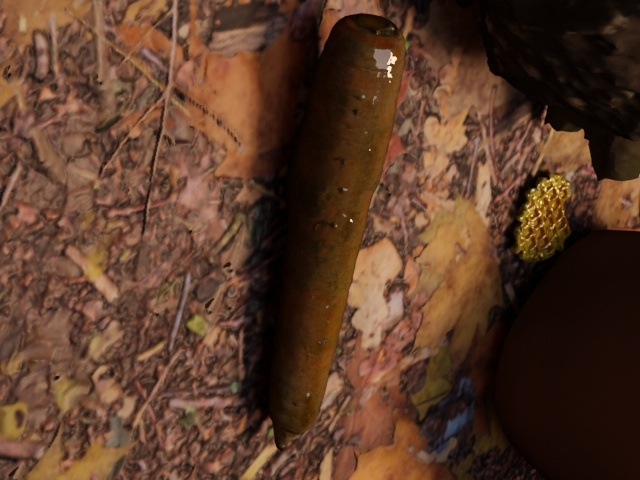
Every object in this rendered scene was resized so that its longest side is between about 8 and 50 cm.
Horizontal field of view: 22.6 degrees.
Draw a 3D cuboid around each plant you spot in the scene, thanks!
[{"bbox_3d":[0.241,-0.181,1.217,0.215,0.213,0.312,-58,149,-12],"label":"plant"}]

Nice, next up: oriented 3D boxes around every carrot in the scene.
[{"bbox_3d":[0.001,0.000,1.161,0.070,0.070,0.342,-12,123,-44],"label":"carrot"}]

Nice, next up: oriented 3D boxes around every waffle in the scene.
[{"bbox_3d":[0.194,-0.020,1.394,0.078,0.016,0.085,-18,122,-43],"label":"waffle"}]

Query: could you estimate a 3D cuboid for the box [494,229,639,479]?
[{"bbox_3d":[0.310,0.137,1.437,0.301,0.216,0.301,-25,127,-37],"label":"box"}]
